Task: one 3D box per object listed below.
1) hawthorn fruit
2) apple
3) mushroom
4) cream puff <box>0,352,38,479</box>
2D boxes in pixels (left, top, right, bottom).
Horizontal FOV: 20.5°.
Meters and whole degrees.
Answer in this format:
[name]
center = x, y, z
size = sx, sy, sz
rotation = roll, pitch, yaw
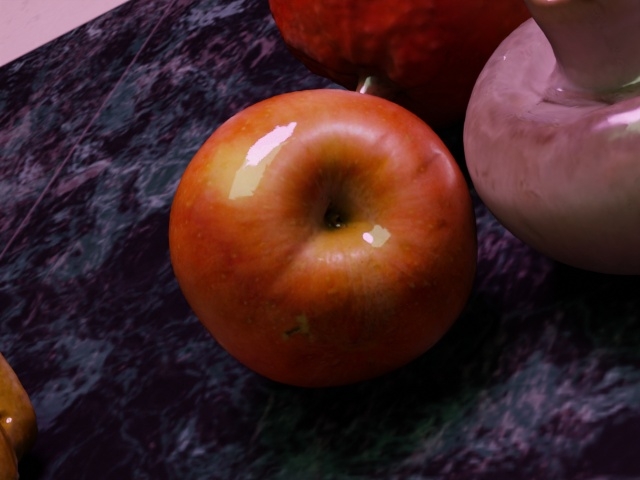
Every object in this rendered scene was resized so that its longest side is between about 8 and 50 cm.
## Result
[hawthorn fruit]
center = 0.065, -0.155, 1.067
size = 0.205, 0.205, 0.253
rotation = -7, 51, 37
[apple]
center = 0.000, 0.000, 0.938
size = 0.163, 0.163, 0.139
rotation = -42, -4, -13
[mushroom]
center = 0.157, -0.089, 0.879
size = 0.204, 0.204, 0.204
rotation = -24, 33, 16
[cream puff]
center = -0.267, 0.109, 1.023
size = 0.194, 0.195, 0.221
rotation = -18, 38, 24
